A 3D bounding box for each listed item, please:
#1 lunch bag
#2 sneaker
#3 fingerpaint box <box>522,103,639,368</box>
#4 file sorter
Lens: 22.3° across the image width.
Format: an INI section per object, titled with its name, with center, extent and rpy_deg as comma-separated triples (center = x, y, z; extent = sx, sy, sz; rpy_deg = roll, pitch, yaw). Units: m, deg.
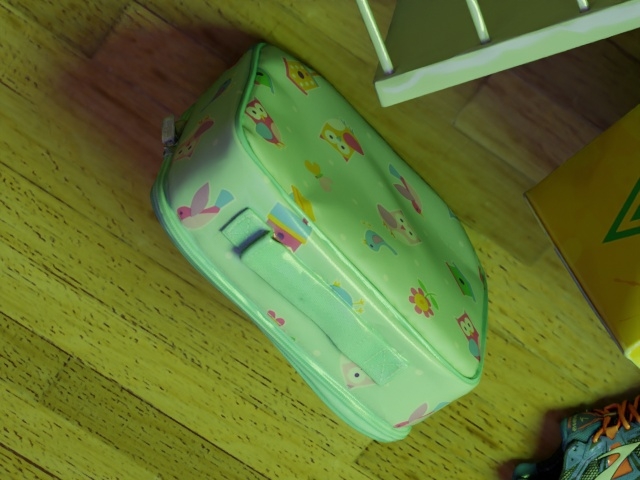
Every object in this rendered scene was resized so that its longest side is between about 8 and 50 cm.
[lunch bag]
center = 0.000, 0.000, 1.172
extent = 0.108, 0.224, 0.279
rpy_deg = -37, 109, 25
[sneaker]
center = 0.238, 0.167, 1.317
extent = 0.087, 0.083, 0.221
rpy_deg = 39, 115, -5
[fingerpaint box]
center = 0.405, 0.013, 1.031
extent = 0.371, 0.163, 0.445
rpy_deg = -39, 131, 13
[file sorter]
center = 0.148, -0.235, 1.036
extent = 0.278, 0.193, 0.173
rpy_deg = -17, 113, 17
